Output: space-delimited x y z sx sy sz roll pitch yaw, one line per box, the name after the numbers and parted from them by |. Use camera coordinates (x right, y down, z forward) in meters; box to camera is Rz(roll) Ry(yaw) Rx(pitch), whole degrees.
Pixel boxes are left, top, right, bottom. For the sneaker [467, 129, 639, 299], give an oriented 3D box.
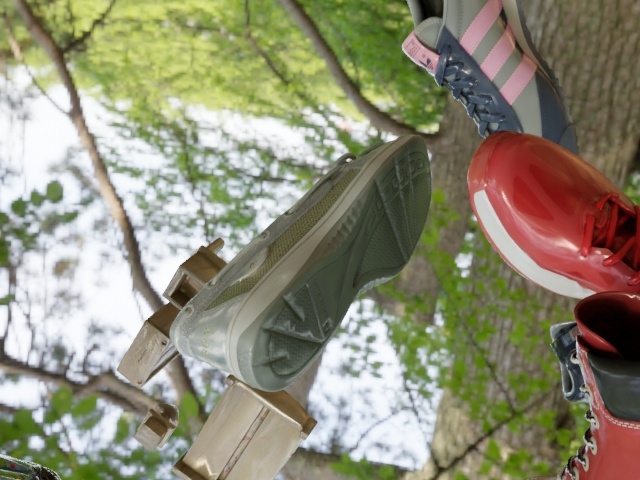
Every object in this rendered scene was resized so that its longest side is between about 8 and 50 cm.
0.194 0.004 0.541 0.221 0.087 0.128 35 159 -17 | sneaker

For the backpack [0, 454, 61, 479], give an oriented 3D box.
-0.439 0.308 0.947 0.355 0.290 0.273 32 154 -31 | backpack

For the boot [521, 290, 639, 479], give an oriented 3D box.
0.155 0.109 0.535 0.088 0.176 0.244 -38 -171 -30 | boot

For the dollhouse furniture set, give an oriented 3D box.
-0.088 0.212 1.415 0.355 0.303 0.174 36 -153 6 | dollhouse furniture set

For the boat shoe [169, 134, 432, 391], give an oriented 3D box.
0.000 0.003 0.868 0.103 0.118 0.320 13 -135 32 | boat shoe

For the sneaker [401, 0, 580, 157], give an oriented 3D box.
0.151 -0.169 0.985 0.131 0.319 0.112 -14 165 -21 | sneaker

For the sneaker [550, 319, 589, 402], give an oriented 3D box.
0.361 0.076 1.144 0.153 0.282 0.099 6 -161 -1 | sneaker
